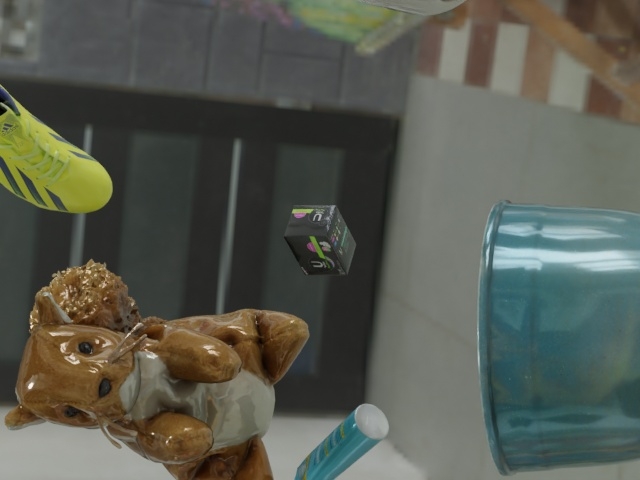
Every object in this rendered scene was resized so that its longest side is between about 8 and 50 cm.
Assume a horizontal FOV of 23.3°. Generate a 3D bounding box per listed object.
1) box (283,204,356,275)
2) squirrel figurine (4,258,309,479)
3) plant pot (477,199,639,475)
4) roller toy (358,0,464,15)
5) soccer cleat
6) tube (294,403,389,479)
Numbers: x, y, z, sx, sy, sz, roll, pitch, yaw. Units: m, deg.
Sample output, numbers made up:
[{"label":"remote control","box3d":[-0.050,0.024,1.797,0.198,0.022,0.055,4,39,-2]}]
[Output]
[{"label":"box","box3d":[0.000,0.000,1.960,0.083,0.062,0.052,61,-143,-47]},{"label":"squirrel figurine","box3d":[-0.271,0.188,2.130,0.397,0.370,0.281,23,100,51]},{"label":"plant pot","box3d":[0.301,0.094,1.494,0.271,0.255,0.272,-1,-90,-73]},{"label":"roller toy","box3d":[0.095,-0.353,1.724,0.209,0.146,0.191,-9,84,39]},{"label":"soccer cleat","box3d":[-0.377,-0.124,1.911,0.093,0.289,0.121,-62,20,-19]},{"label":"tube","box3d":[0.015,0.288,2.062,0.207,0.052,0.080,-48,15,42]}]
